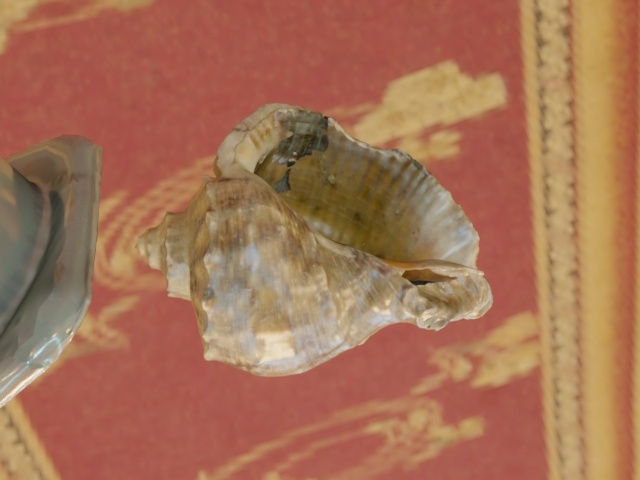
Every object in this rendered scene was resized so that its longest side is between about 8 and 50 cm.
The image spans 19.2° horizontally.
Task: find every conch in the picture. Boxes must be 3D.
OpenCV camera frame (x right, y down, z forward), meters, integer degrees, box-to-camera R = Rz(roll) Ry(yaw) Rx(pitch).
[{"bbox_3d":[0.000,0.000,1.060,0.207,0.155,0.130,4,177,-9],"label":"conch"}]

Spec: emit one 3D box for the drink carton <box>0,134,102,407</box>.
[{"bbox_3d":[-0.216,-0.010,0.736,0.189,0.191,0.185,38,114,-23],"label":"drink carton"}]
